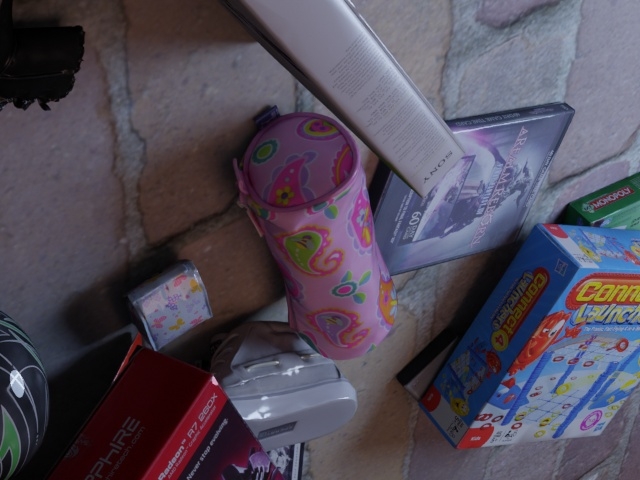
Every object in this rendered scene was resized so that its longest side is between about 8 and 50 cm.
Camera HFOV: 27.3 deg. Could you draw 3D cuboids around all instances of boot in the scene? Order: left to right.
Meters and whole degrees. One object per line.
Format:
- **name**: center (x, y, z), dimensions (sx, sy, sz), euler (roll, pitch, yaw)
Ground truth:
- **boot**: center (-0.215, -0.145, 0.949), dimensions (0.099, 0.045, 0.121), euler (-5, 137, -41)
- **boot**: center (-0.093, 0.152, 1.336), dimensions (0.258, 0.123, 0.095), euler (-5, 137, -37)

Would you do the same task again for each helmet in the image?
- **helmet**: center (-0.297, 0.128, 1.057), dimensions (0.161, 0.169, 0.169), euler (-35, 146, -2)

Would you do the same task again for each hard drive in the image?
- **hard drive**: center (0.158, 0.175, 1.721), dimensions (0.094, 0.022, 0.135), euler (-44, 147, -2)

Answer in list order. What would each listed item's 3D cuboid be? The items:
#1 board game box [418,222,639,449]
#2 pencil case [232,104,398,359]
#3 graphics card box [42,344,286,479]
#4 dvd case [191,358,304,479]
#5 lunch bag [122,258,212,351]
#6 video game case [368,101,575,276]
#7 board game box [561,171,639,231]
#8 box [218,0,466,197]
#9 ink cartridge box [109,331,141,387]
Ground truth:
- **board game box**: center (0.325, 0.127, 1.712), dimensions (0.308, 0.086, 0.302), euler (2, 127, -41)
- **pencil case**: center (0.000, 0.000, 1.276), dimensions (0.124, 0.124, 0.284), euler (-37, 146, -12)
- **graphics card box**: center (-0.123, 0.295, 1.198), dimensions (0.232, 0.094, 0.371), euler (-56, 144, -26)
- **dvd case**: center (-0.081, 0.230, 1.435), dimensions (0.221, 0.018, 0.164), euler (29, 62, -55)
- **lunch bag**: center (-0.144, 0.055, 1.237), dimensions (0.071, 0.053, 0.083), euler (-33, 155, -14)
- **video game case**: center (0.153, -0.054, 1.467), dimensions (0.274, 0.026, 0.196), euler (-12, 135, -38)
- **board game box**: center (0.437, -0.007, 1.804), dimensions (0.317, 0.046, 0.213), euler (-22, 141, -31)
- **box**: center (-0.035, -0.174, 0.942), dimensions (0.058, 0.232, 0.322), euler (-45, 147, 2)
- **ink cartridge box**: center (-0.180, 0.328, 1.311), dimensions (0.385, 0.091, 0.308), euler (90, 15, -47)
